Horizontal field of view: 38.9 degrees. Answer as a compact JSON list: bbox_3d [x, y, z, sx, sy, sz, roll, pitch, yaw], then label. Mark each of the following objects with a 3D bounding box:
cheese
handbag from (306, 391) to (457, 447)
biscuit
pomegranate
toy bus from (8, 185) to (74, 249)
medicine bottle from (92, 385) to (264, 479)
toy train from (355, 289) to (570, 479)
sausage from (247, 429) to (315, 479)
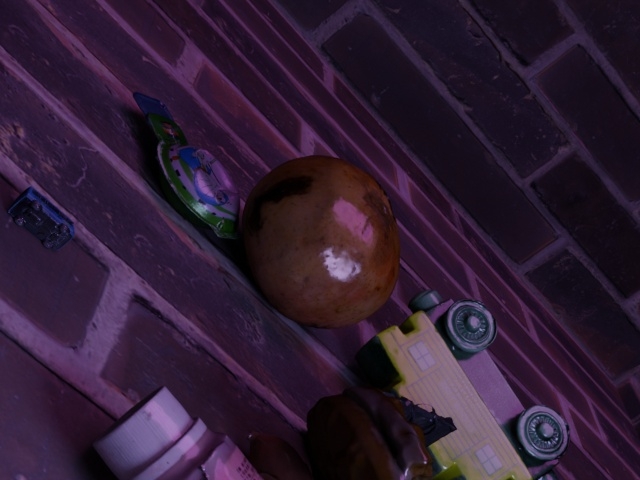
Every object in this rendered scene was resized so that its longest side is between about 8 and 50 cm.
[{"bbox_3d":[-0.235,-0.134,1.601,0.321,0.083,0.204,59,20,17],"label":"cheese"},{"bbox_3d":[0.099,0.309,1.454,0.270,0.175,0.089,28,33,-51],"label":"handbag"},{"bbox_3d":[0.072,0.346,1.203,0.268,0.115,0.366,-129,-153,-53],"label":"biscuit"},{"bbox_3d":[0.000,0.000,1.616,0.322,0.322,0.322,45,20,-22],"label":"pomegranate"},{"bbox_3d":[-0.362,-0.029,1.187,0.083,0.038,0.046,44,17,-25],"label":"toy bus"},{"bbox_3d":[-0.135,0.286,0.998,0.247,0.147,0.147,52,19,-2],"label":"medicine bottle"},{"bbox_3d":[0.253,0.309,1.679,0.442,0.272,0.179,57,-26,14],"label":"toy train"},{"bbox_3d":[0.002,0.429,1.156,0.088,0.088,0.433,24,33,-54],"label":"sausage"}]
